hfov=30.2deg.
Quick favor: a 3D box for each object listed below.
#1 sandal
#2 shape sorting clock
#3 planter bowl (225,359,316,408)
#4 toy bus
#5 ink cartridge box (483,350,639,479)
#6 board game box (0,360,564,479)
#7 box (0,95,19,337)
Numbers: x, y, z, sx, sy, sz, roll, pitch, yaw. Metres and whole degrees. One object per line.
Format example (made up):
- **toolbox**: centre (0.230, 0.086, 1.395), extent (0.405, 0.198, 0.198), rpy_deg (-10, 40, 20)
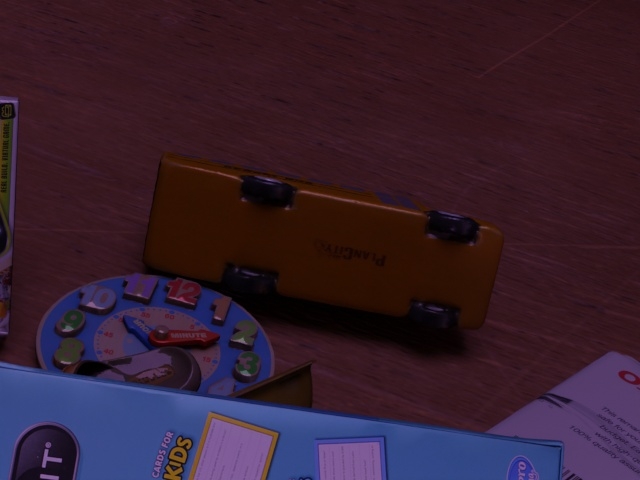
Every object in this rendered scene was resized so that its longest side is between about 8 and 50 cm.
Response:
- **sandal**: centre (-0.175, 0.121, 0.918), extent (0.180, 0.049, 0.072), rpy_deg (-22, 56, -24)
- **shape sorting clock**: centre (-0.141, 0.092, 1.025), extent (0.206, 0.040, 0.206), rpy_deg (11, 30, -6)
- **planter bowl**: centre (-0.086, 0.166, 0.830), extent (0.217, 0.217, 0.090), rpy_deg (-19, 84, -44)
- **toy bus**: centre (0.000, 0.000, 1.152), extent (0.333, 0.108, 0.130), rpy_deg (11, 8, -7)
- **ink cartridge box**: centre (0.217, 0.222, 0.879), extent (0.211, 0.121, 0.289), rpy_deg (34, 35, 31)
- **board game box**: centre (-0.041, 0.219, 0.668), extent (0.336, 0.079, 0.253), rpy_deg (10, 74, -8)
- **box**: centre (-0.318, -0.022, 1.005), extent (0.114, 0.206, 0.036), rpy_deg (3, -9, -19)
